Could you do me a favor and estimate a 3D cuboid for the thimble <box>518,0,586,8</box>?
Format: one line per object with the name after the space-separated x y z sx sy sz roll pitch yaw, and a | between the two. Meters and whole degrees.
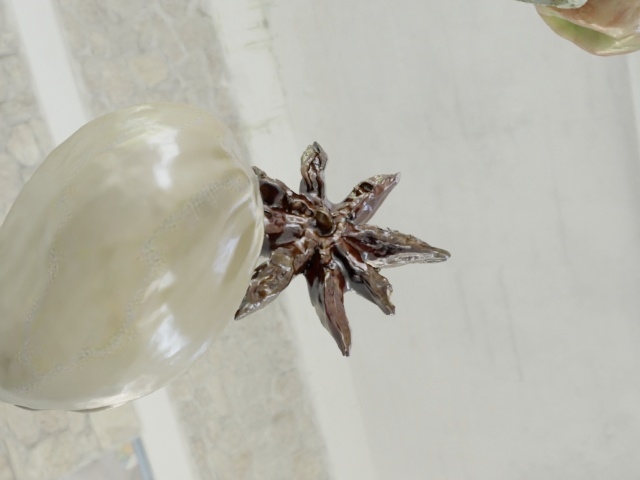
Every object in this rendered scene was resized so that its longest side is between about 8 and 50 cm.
0.229 -0.321 0.828 0.190 0.137 0.144 -122 -134 -74 | thimble

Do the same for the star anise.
0.001 0.001 0.897 0.288 0.288 0.088 59 -28 20 | star anise

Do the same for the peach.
0.406 -0.384 1.092 0.232 0.232 0.257 37 -82 47 | peach

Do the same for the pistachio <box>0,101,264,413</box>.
-0.186 0.026 0.756 0.226 0.332 0.208 34 2 -2 | pistachio
